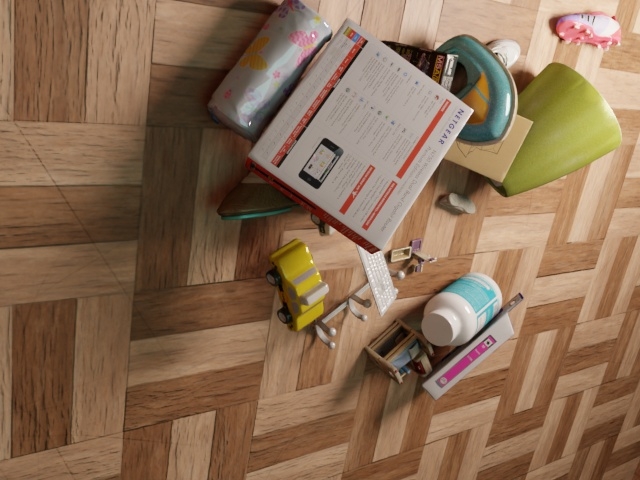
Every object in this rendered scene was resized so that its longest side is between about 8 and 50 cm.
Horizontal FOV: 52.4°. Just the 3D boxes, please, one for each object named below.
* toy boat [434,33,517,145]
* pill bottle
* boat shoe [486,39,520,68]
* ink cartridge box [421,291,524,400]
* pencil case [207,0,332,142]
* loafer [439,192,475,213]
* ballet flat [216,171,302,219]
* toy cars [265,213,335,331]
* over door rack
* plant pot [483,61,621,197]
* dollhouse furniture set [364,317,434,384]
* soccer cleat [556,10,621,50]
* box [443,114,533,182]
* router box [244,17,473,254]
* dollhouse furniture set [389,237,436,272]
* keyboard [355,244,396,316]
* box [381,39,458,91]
[{"bbox_3d":[0.277,-0.284,1.446,0.318,0.267,0.148,-44,156,28],"label":"toy boat"},{"bbox_3d":[0.373,0.190,1.744,0.264,0.146,0.146,-24,126,-49],"label":"pill bottle"},{"bbox_3d":[0.414,-0.426,1.567,0.226,0.076,0.083,-25,125,-25],"label":"boat shoe"},{"bbox_3d":[0.443,0.293,1.827,0.371,0.069,0.176,-46,171,10],"label":"ink cartridge box"},{"bbox_3d":[-0.092,-0.316,1.219,0.273,0.113,0.124,-55,144,-1],"label":"pencil case"},{"bbox_3d":[0.363,-0.097,1.722,0.125,0.039,0.045,16,68,-43],"label":"loafer"},{"bbox_3d":[-0.065,-0.115,1.345,0.342,0.116,0.124,-7,102,-37],"label":"ballet flat"},{"bbox_3d":[0.000,0.000,1.304,0.176,0.087,0.393,19,89,-46],"label":"toy cars"},{"bbox_3d":[0.073,0.098,1.512,0.239,0.108,0.324,-38,141,-17],"label":"over door rack"},{"bbox_3d":[0.550,-0.252,1.660,0.293,0.275,0.275,-38,131,4],"label":"plant pot"},{"bbox_3d":[0.232,0.337,1.767,0.129,0.129,0.183,-39,129,-15],"label":"dollhouse furniture set"},{"bbox_3d":[0.712,-0.573,1.731,0.248,0.083,0.095,2,81,-32],"label":"soccer cleat"},{"bbox_3d":[0.381,-0.251,1.568,0.201,0.021,0.164,24,106,2],"label":"box"},{"bbox_3d":[0.073,-0.194,1.229,0.301,0.082,0.335,36,79,-5],"label":"router box"},{"bbox_3d":[0.238,0.058,1.668,0.114,0.081,0.091,-11,118,-33],"label":"dollhouse furniture set"},{"bbox_3d":[0.121,0.056,1.447,0.072,0.014,0.256,-53,135,-38],"label":"keyboard"},{"bbox_3d":[0.187,-0.314,1.377,0.045,0.184,0.190,-9,116,-46],"label":"box"}]
